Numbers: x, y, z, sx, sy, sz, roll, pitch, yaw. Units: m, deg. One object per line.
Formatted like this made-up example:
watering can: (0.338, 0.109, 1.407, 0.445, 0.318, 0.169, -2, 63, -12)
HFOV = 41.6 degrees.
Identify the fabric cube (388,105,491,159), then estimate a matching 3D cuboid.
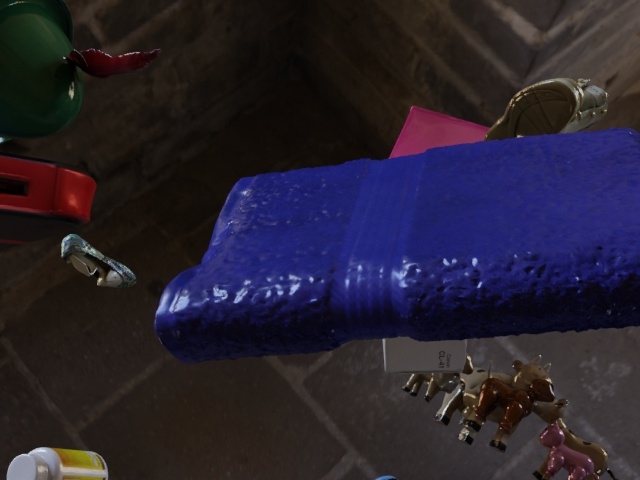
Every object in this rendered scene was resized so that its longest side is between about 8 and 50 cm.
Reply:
fabric cube: (0.247, -0.076, 1.675, 0.254, 0.259, 0.258, 16, 33, 5)

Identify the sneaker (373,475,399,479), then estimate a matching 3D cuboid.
sneaker: (0.075, 0.556, 1.762, 0.209, 0.082, 0.069, -22, 86, -20)

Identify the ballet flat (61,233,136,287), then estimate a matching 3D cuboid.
ballet flat: (-0.475, 0.062, 1.792, 0.188, 0.070, 0.070, 37, 61, -30)

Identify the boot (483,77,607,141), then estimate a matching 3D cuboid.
boot: (0.337, -0.183, 1.170, 0.165, 0.213, 0.077, -25, 80, -21)

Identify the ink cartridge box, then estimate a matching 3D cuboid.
ink cartridge box: (0.155, 0.031, 1.353, 0.131, 0.226, 0.306, -2, 31, 4)

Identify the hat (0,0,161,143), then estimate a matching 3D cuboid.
hat: (-0.227, -0.120, 0.779, 0.183, 0.208, 0.173, 31, 95, 9)

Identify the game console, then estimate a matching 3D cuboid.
game console: (-0.450, -0.042, 0.808, 0.386, 0.342, 0.060, 8, 79, -42)

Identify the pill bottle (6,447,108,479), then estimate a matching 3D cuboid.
pill bottle: (-0.573, 0.514, 1.837, 0.117, 0.215, 0.117, -8, 70, 24)

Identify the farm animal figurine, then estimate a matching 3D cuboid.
farm animal figurine: (0.352, 0.297, 1.502, 0.327, 0.330, 0.172, 10, 59, 50)

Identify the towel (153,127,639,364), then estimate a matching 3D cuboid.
towel: (0.069, 0.007, 0.558, 0.308, 0.076, 0.227, -7, 25, 14)
